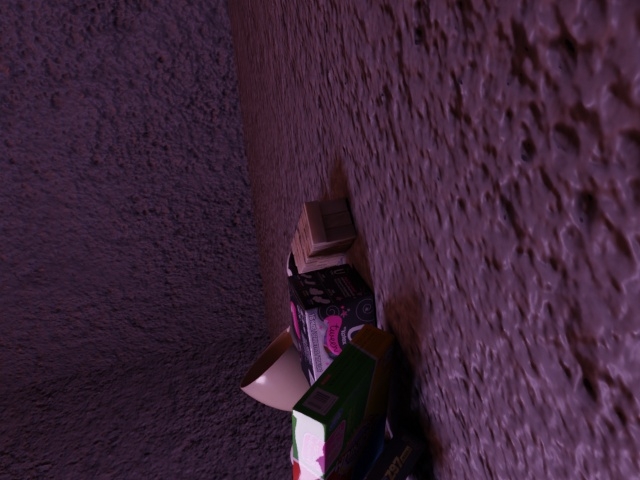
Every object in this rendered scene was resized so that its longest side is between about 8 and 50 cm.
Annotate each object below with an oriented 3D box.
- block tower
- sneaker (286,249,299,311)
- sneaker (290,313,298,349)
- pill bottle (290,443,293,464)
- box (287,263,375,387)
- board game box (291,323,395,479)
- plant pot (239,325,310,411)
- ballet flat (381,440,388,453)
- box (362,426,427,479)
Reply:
[{"bbox_3d":[0.000,0.000,1.330,0.335,0.097,0.090,113,144,-75],"label":"block tower"},{"bbox_3d":[-0.037,0.105,1.724,0.121,0.079,0.216,135,134,-55],"label":"sneaker"},{"bbox_3d":[0.024,0.271,1.506,0.340,0.125,0.139,63,144,39],"label":"sneaker"},{"bbox_3d":[0.031,0.429,1.340,0.229,0.131,0.131,-63,32,33],"label":"pill bottle"},{"bbox_3d":[0.031,0.198,1.246,0.163,0.142,0.247,-126,25,-63],"label":"box"},{"bbox_3d":[0.042,0.343,1.077,0.064,0.242,0.316,20,128,26],"label":"board game box"},{"bbox_3d":[-0.066,0.382,1.729,0.191,0.284,0.284,46,170,-5],"label":"plant pot"},{"bbox_3d":[0.115,0.491,1.327,0.203,0.074,0.074,105,152,-62],"label":"ballet flat"},{"bbox_3d":[0.099,0.446,1.066,0.059,0.183,0.232,32,153,16],"label":"box"}]
